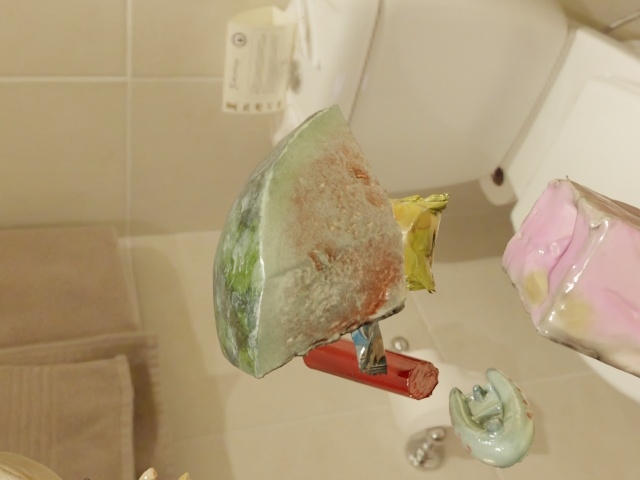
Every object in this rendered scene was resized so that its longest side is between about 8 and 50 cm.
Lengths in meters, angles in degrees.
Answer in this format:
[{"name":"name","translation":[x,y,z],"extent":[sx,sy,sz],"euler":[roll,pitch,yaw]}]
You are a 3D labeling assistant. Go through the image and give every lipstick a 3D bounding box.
[{"name":"lipstick","translation":[0.074,0.209,1.167],"extent":[0.280,0.073,0.073],"euler":[6,100,51]}]

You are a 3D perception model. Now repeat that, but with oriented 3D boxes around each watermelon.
[{"name":"watermelon","translation":[0.000,0.000,0.756],"extent":[0.320,0.214,0.289],"euler":[60,-134,-85]}]

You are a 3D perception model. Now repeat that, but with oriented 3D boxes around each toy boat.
[{"name":"toy boat","translation":[0.281,0.288,1.157],"extent":[0.079,0.134,0.207],"euler":[59,-171,-23]}]

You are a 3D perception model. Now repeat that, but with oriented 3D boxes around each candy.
[{"name":"candy","translation":[0.299,0.053,0.578],"extent":[0.155,0.265,0.115],"euler":[-77,9,-69]},{"name":"candy","translation":[0.068,0.137,1.035],"extent":[0.038,0.088,0.136],"euler":[-15,78,27]}]

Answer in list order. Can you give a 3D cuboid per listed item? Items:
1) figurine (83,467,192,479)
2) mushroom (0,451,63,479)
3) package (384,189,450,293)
[{"name":"figurine","translation":[-0.210,0.347,0.867],"extent":[0.108,0.196,0.114],"euler":[-60,13,18]},{"name":"mushroom","translation":[-0.290,0.253,0.619],"extent":[0.162,0.236,0.173],"euler":[-109,36,-88]},{"name":"package","translation":[0.169,0.001,1.392],"extent":[0.168,0.090,0.226],"euler":[2,72,32]}]
